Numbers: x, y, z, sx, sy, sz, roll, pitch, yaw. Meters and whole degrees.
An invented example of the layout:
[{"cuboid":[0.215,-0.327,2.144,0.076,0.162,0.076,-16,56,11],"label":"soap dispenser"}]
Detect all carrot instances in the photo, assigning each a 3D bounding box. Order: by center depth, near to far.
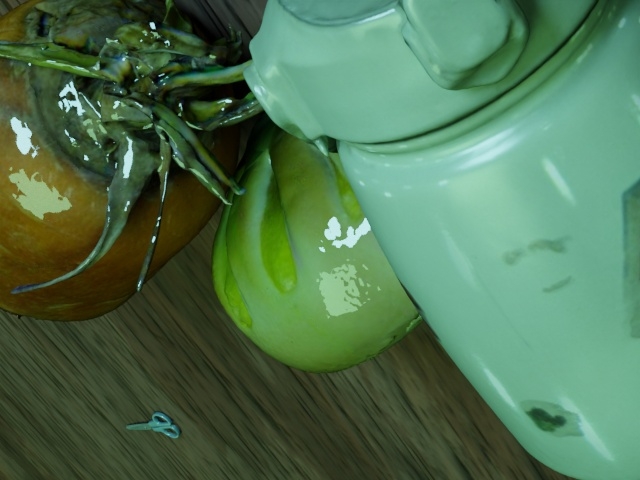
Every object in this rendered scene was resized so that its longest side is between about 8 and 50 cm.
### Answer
[{"cuboid":[-0.161,-0.061,0.967,0.193,0.214,0.331,43,142,-6],"label":"carrot"}]

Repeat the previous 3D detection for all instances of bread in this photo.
[{"cuboid":[0.002,0.002,0.957,0.158,0.156,0.261,39,146,-13],"label":"bread"}]

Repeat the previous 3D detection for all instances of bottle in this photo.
[{"cuboid":[0.097,-0.062,0.720,0.229,0.229,0.351,-8,133,45],"label":"bottle"}]

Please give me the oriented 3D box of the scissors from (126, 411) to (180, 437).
[{"cuboid":[-0.176,0.190,1.481,0.083,0.006,0.036,-10,126,46],"label":"scissors"}]
